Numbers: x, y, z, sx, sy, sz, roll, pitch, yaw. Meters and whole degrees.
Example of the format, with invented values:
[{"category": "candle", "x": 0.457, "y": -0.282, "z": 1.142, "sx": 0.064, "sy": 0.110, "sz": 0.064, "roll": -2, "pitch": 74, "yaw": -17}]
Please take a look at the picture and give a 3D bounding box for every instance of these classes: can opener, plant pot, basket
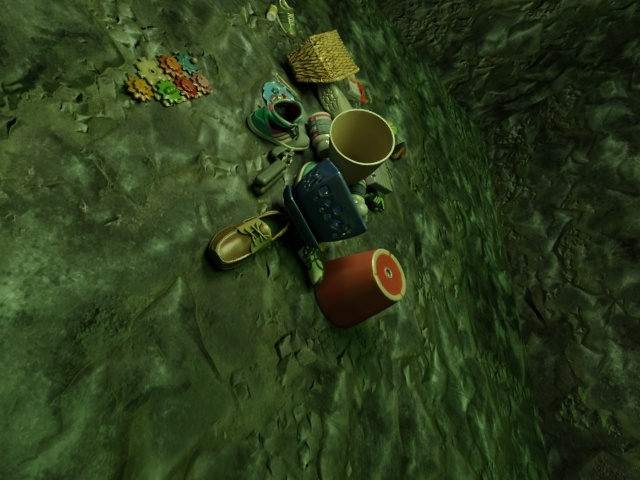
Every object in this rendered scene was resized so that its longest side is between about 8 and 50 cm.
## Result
[{"category": "can opener", "x": -0.181, "y": -0.270, "z": 1.557, "sx": 0.095, "sy": 0.076, "sz": 0.283, "roll": 28, "pitch": 40, "yaw": 8}, {"category": "plant pot", "x": 0.002, "y": -0.118, "z": 1.453, "sx": 0.235, "sy": 0.212, "sz": 0.236, "roll": 62, "pitch": 3, "yaw": -22}, {"category": "basket", "x": 0.001, "y": -0.805, "z": 1.951, "sx": 0.223, "sy": 0.214, "sz": 0.299, "roll": 56, "pitch": 37, "yaw": -14}, {"category": "plant pot", "x": 0.157, "y": 0.159, "z": 1.534, "sx": 0.275, "sy": 0.243, "sz": 0.274, "roll": 28, "pitch": 49, "yaw": -37}, {"category": "plant pot", "x": 0.139, "y": -0.348, "z": 1.729, "sx": 0.257, "sy": 0.274, "sz": 0.256, "roll": 4, "pitch": 67, "yaw": -9}]

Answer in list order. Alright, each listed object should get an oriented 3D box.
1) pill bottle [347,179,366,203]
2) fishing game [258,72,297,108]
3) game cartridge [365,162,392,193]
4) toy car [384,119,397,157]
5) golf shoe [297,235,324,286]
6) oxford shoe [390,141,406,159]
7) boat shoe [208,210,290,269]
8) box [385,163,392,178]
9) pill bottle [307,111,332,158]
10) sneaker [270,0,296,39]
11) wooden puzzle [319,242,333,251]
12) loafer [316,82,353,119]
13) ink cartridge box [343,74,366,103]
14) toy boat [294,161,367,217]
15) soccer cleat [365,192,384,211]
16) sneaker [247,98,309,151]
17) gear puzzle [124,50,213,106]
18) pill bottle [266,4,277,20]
[{"category": "pill bottle", "x": 0.150, "y": -0.190, "z": 1.854, "sx": 0.094, "sy": 0.094, "sz": 0.169, "roll": 37, "pitch": 44, "yaw": -30}, {"category": "fishing game", "x": -0.161, "y": -0.587, "z": 1.773, "sx": 0.189, "sy": 0.041, "sz": 0.264, "roll": 43, "pitch": 44, "yaw": -25}, {"category": "game cartridge", "x": 0.242, "y": -0.405, "z": 2.009, "sx": 0.230, "sy": 0.068, "sz": 0.354, "roll": 17, "pitch": 57, "yaw": -63}, {"category": "toy car", "x": 0.333, "y": -0.530, "z": 2.246, "sx": 0.155, "sy": 0.149, "sz": 0.188, "roll": 57, "pitch": -7, "yaw": 51}, {"category": "golf shoe", "x": -0.043, "y": 0.072, "z": 1.504, "sx": 0.094, "sy": 0.077, "sz": 0.198, "roll": 13, "pitch": 52, "yaw": -32}, {"category": "oxford shoe", "x": 0.457, "y": -0.501, "z": 2.417, "sx": 0.212, "sy": 0.076, "sz": 0.076, "roll": -47, "pitch": 117, "yaw": -50}, {"category": "boat shoe", "x": -0.211, "y": -0.021, "z": 1.314, "sx": 0.122, "sy": 0.120, "sz": 0.324, "roll": 58, "pitch": 38, "yaw": -6}, {"category": "box", "x": 0.278, "y": -0.384, "z": 2.160, "sx": 0.191, "sy": 0.045, "sz": 0.184, "roll": -23, "pitch": 89, "yaw": -53}, {"category": "pill bottle", "x": 0.010, "y": -0.457, "z": 1.839, "sx": 0.108, "sy": 0.108, "sz": 0.180, "roll": 9, "pitch": 62, "yaw": -46}, {"category": "sneaker", "x": -0.160, "y": -1.080, "z": 2.028, "sx": 0.192, "sy": 0.086, "sz": 0.064, "roll": 57, "pitch": 38, "yaw": -8}, {"category": "wooden puzzle", "x": 0.000, "y": 0.000, "z": 1.635, "sx": 0.078, "sy": 0.014, "sz": 0.116, "roll": -38, "pitch": 98, "yaw": -48}, {"category": "loafer", "x": 0.090, "y": -0.648, "z": 2.054, "sx": 0.319, "sy": 0.112, "sz": 0.111, "roll": 58, "pitch": 32, "yaw": -19}, {"category": "ink cartridge box", "x": 0.203, "y": -0.860, "z": 2.356, "sx": 0.179, "sy": 0.045, "sz": 0.145, "roll": 5, "pitch": 66, "yaw": -45}, {"category": "toy boat", "x": 0.043, "y": -0.181, "z": 1.681, "sx": 0.318, "sy": 0.148, "sz": 0.267, "roll": 40, "pitch": 43, "yaw": -27}, {"category": "soccer cleat", "x": 0.250, "y": -0.179, "z": 1.995, "sx": 0.179, "sy": 0.060, "sz": 0.072, "roll": 8, "pitch": 65, "yaw": -50}, {"category": "sneaker", "x": -0.113, "y": -0.450, "z": 1.625, "sx": 0.296, "sy": 0.178, "sz": 0.123, "roll": 12, "pitch": 65, "yaw": -44}, {"category": "gear puzzle", "x": -0.489, "y": -0.523, "z": 1.350, "sx": 0.175, "sy": 0.044, "sz": 0.339, "roll": 55, "pitch": 38, "yaw": -10}, {"category": "pill bottle", "x": -0.227, "y": -1.073, "z": 1.982, "sx": 0.043, "sy": 0.043, "sz": 0.083, "roll": 34, "pitch": 46, "yaw": -32}]
